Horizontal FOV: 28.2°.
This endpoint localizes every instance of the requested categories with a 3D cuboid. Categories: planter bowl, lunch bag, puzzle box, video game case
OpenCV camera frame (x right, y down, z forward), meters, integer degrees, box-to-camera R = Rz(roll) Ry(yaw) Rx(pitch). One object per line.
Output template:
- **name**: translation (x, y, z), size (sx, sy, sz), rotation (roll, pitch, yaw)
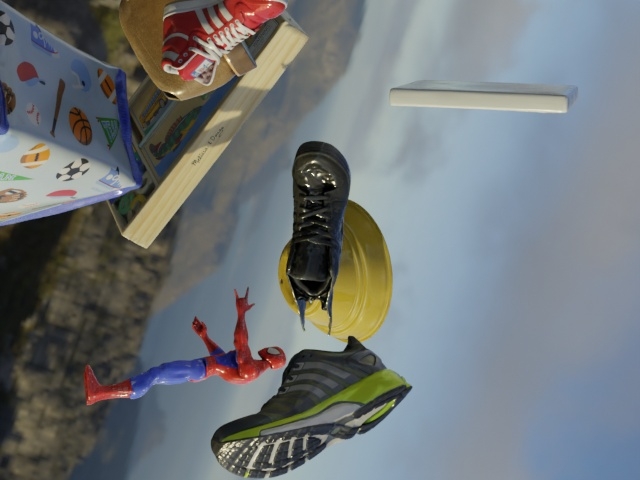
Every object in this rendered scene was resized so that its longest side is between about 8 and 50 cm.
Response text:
- **planter bowl**: translation (0.001, 0.049, 1.852), size (0.217, 0.090, 0.217), rotation (12, -74, 51)
- **lunch bag**: translation (-0.493, -0.150, 1.702), size (0.328, 0.385, 0.239), rotation (27, 50, -61)
- **puzzle box**: translation (-0.200, -0.217, 1.964), size (0.409, 0.052, 0.272), rotation (-51, -145, 12)
- **video game case**: translation (0.223, -0.193, 1.695), size (0.206, 0.227, 0.026), rotation (-35, 127, -72)

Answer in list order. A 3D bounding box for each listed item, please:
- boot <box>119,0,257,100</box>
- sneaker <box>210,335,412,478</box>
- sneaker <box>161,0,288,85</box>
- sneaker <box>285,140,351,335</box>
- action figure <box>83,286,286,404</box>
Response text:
- **boot**: translation (-0.192, -0.296, 1.414), size (0.115, 0.305, 0.112), rotation (-30, 168, 6)
- **sneaker**: translation (-0.026, 0.214, 1.657), size (0.300, 0.121, 0.111), rotation (-16, 144, -39)
- **sneaker**: translation (-0.078, -0.159, 1.001), size (0.042, 0.118, 0.067), rotation (25, 66, -51)
- **sneaker**: translation (-0.003, 0.000, 1.118), size (0.170, 0.051, 0.089), rotation (88, 9, -51)
- **action figure**: translation (-0.187, 0.145, 1.769), size (0.091, 0.280, 0.139), rotation (139, -54, -72)
